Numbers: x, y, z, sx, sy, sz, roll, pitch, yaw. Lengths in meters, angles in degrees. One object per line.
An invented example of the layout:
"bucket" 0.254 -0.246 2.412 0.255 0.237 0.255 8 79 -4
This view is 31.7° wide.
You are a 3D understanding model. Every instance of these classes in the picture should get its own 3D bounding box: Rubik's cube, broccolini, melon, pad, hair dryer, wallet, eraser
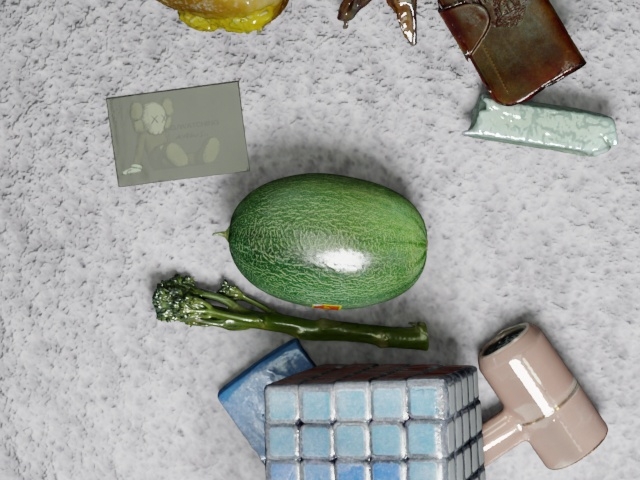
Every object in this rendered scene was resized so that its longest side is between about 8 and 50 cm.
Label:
"Rubik's cube" 0.076 0.282 1.435 0.237 0.238 0.237 -4 89 19
"broccolini" -0.041 0.101 1.589 0.392 0.079 0.074 7 86 -6
"melon" 0.000 0.000 1.505 0.288 0.182 0.182 8 97 -1
"pad" -0.200 -0.149 1.583 0.190 0.004 0.127 -7 96 2
"hair dryer" 0.204 0.280 1.558 0.344 0.107 0.189 -35 94 1
"wallet" 0.235 -0.306 1.501 0.137 0.031 0.255 -29 76 9
"eraser" -0.002 0.302 1.608 0.144 0.042 0.312 -35 94 5

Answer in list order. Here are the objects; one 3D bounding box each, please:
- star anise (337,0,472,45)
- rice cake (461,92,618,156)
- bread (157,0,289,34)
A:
"star anise" 0.101 -0.395 1.480 0.272 0.102 0.272 -1 88 14
"rice cake" 0.298 -0.156 1.534 0.206 0.069 0.063 10 97 4
"bread" -0.151 -0.367 1.461 0.246 0.195 0.176 26 90 0
